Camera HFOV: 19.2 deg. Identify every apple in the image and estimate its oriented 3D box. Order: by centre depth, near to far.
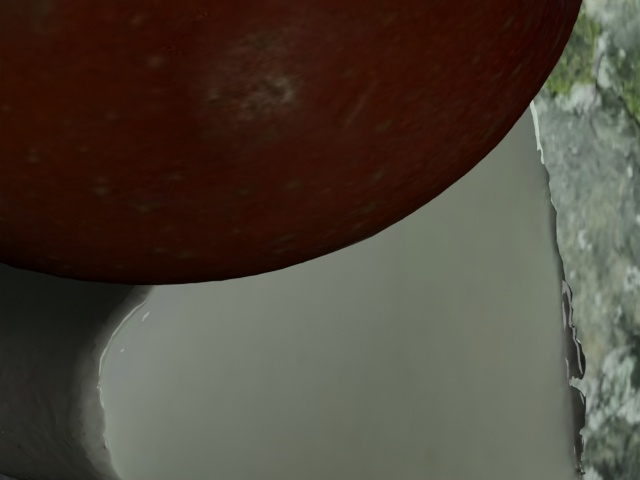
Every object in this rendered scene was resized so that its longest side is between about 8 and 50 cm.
[{"bbox_3d":[-0.056,-0.153,0.663,0.348,0.277,0.348,-15,90,-77],"label":"apple"}]

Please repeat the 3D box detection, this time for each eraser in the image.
[{"bbox_3d":[0.000,0.000,0.949,0.331,0.150,0.331,-4,97,-40],"label":"eraser"}]
